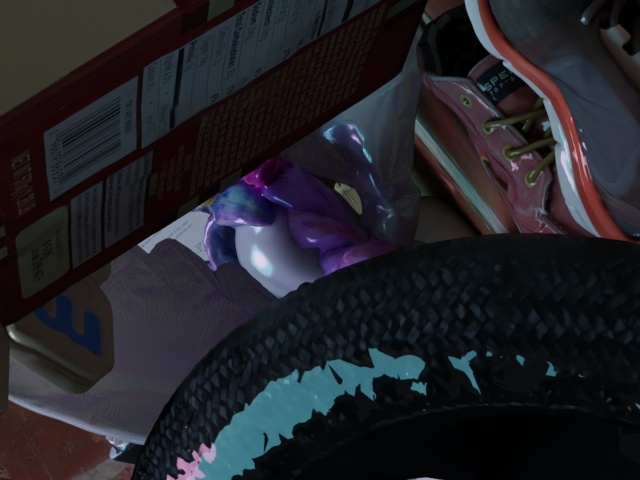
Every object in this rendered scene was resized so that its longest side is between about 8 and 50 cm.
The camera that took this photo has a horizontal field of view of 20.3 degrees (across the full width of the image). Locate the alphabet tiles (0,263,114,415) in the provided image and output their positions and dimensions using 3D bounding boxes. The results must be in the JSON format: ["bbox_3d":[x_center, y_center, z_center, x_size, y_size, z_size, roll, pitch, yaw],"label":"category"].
[{"bbox_3d":[-0.207,-0.041,0.784,0.284,0.021,0.278,35,-156,-29],"label":"alphabet tiles"}]

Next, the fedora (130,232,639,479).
[{"bbox_3d":[0.098,0.112,0.559,0.334,0.334,0.152,56,-141,-13],"label":"fedora"}]

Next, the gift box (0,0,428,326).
[{"bbox_3d":[-0.125,-0.145,0.693,0.258,0.276,0.255,54,160,12],"label":"gift box"}]

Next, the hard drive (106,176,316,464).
[{"bbox_3d":[-0.096,-0.021,1.401,0.064,0.237,0.339,17,-128,-35],"label":"hard drive"}]

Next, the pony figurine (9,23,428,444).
[{"bbox_3d":[0.000,0.000,1.032,0.351,0.303,0.363,27,178,-3],"label":"pony figurine"}]

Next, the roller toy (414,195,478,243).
[{"bbox_3d":[0.078,0.076,1.357,0.209,0.146,0.191,58,176,-33],"label":"roller toy"}]

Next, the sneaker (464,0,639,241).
[{"bbox_3d":[0.097,-0.059,0.553,0.065,0.061,0.158,14,148,43],"label":"sneaker"}]

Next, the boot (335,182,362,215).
[{"bbox_3d":[-0.040,-0.057,1.608,0.077,0.165,0.213,54,177,35],"label":"boot"}]

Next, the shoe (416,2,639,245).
[{"bbox_3d":[0.088,-0.036,0.691,0.081,0.063,0.178,51,-176,-27],"label":"shoe"}]

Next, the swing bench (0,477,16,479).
[{"bbox_3d":[-0.106,0.155,0.783,0.254,0.253,0.165,-34,-46,-80],"label":"swing bench"}]
